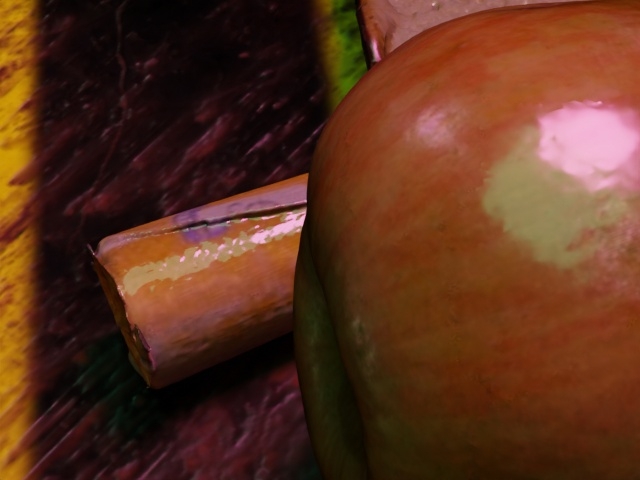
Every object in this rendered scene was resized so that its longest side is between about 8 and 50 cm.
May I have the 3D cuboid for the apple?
[{"bbox_3d":[0.114,0.027,0.745,0.264,0.264,0.264,-7,46,8],"label":"apple"}]

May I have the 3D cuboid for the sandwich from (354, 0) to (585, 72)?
[{"bbox_3d":[0.136,-0.153,1.016,0.251,0.087,0.226,-12,45,0],"label":"sandwich"}]

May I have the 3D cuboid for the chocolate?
[{"bbox_3d":[0.000,0.000,0.921,0.219,0.086,0.086,-21,46,-11],"label":"chocolate"}]
